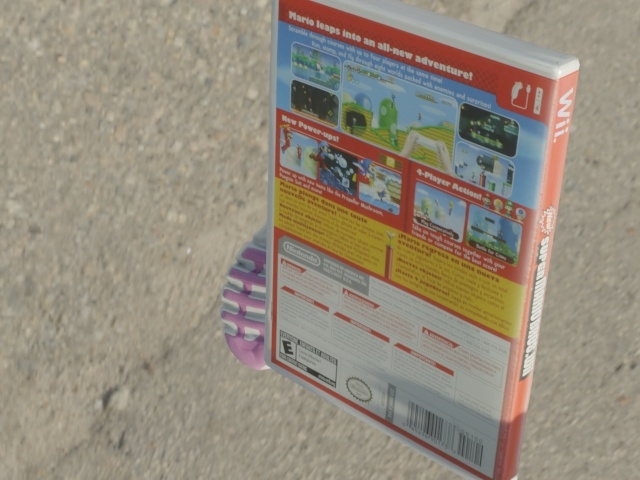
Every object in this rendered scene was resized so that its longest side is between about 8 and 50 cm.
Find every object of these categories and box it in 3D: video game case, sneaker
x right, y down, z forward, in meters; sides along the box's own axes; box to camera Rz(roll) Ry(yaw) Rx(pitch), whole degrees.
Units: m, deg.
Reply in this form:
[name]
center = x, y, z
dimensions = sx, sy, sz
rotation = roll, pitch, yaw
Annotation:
[video game case]
center = 0.047, -0.003, 0.766
dimensions = 0.204, 0.285, 0.025
rotation = 26, 37, 34
[sneaker]
center = 0.000, 0.000, 1.035
dimensions = 0.095, 0.104, 0.236
rotation = 18, 83, 30
